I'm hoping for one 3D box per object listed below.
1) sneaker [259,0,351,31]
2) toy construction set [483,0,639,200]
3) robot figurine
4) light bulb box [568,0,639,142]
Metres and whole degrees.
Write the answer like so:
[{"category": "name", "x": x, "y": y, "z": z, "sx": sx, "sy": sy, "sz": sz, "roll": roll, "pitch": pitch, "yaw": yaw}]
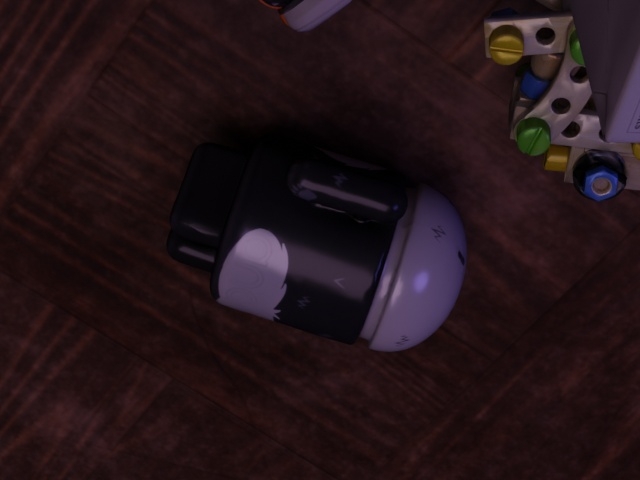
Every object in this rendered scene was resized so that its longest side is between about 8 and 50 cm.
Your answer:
[{"category": "sneaker", "x": 0.026, "y": -0.317, "z": 1.167, "sx": 0.321, "sy": 0.124, "sz": 0.180, "roll": -36, "pitch": 112, "yaw": 29}, {"category": "toy construction set", "x": 0.295, "y": -0.130, "z": 1.240, "sx": 0.328, "sy": 0.151, "sz": 0.215, "roll": 15, "pitch": 125, "yaw": 14}, {"category": "robot figurine", "x": 0.000, "y": -0.001, "z": 1.360, "sx": 0.278, "sy": 0.209, "sz": 0.173, "roll": 17, "pitch": 103, "yaw": 0}, {"category": "light bulb box", "x": 0.375, "y": -0.251, "z": 0.918, "sx": 0.361, "sy": 0.225, "sz": 0.358, "roll": 1, "pitch": 143, "yaw": -7}]
